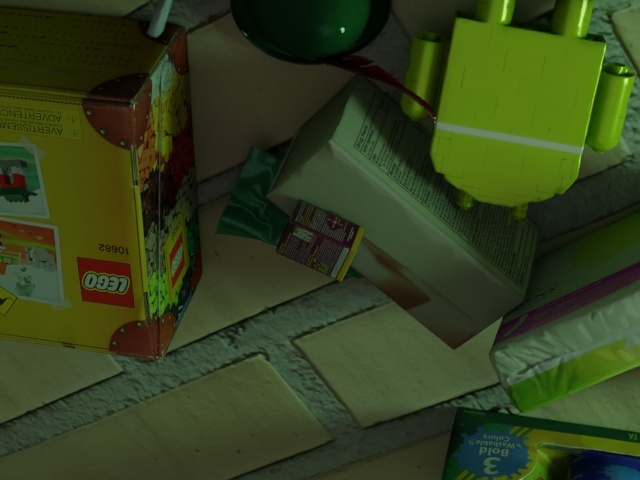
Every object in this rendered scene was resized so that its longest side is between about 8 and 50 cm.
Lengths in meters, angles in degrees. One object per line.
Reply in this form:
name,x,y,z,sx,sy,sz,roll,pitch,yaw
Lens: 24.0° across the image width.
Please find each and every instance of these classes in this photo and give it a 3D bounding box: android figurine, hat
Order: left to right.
hat,-0.004,-0.211,1.609,0.208,0.184,0.173,-18,130,20
android figurine,0.213,-0.153,1.648,0.248,0.056,0.273,8,112,2

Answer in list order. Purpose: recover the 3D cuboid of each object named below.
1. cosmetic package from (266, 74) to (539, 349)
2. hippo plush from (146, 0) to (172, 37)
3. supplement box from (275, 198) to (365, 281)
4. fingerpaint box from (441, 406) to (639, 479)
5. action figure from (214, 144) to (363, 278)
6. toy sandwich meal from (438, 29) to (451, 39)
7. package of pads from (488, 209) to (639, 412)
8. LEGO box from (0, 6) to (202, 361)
cosmetic package,0.100,-0.032,1.749,0.296,0.153,0.129,40,128,-13
hippo plush,-0.154,-0.405,1.550,0.236,0.234,0.294,49,167,0
supplement box,0.000,0.000,1.680,0.083,0.043,0.055,25,132,-2
fingerpaint box,0.356,0.408,1.861,0.444,0.371,0.163,7,127,11
action figure,0.000,-0.017,1.842,0.232,0.063,0.137,26,126,0
toy sandwich meal,0.145,-0.204,1.689,0.085,0.029,0.086,4,124,6
package of pads,0.346,0.056,1.697,0.296,0.229,0.101,-26,105,27
LEGO box,-0.415,-0.081,1.826,0.500,0.193,0.373,7,127,10
